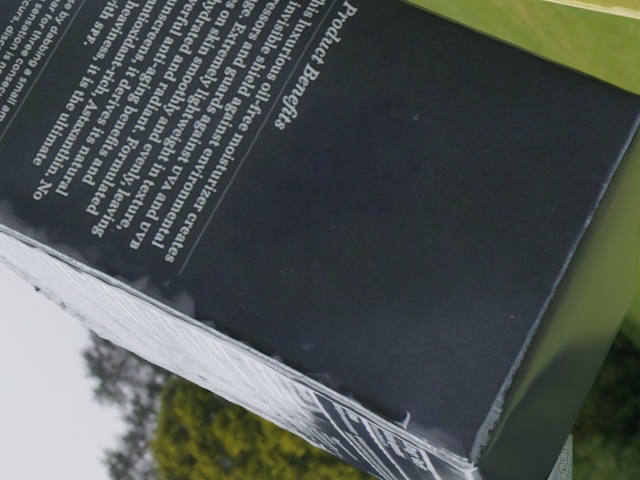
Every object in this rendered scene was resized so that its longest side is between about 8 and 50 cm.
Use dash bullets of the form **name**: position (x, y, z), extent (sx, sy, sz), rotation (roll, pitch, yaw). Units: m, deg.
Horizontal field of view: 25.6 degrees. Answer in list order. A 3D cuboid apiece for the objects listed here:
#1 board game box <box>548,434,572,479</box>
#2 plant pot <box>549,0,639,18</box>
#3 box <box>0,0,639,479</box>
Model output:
- **board game box**: position (0.136, 0.182, 0.913), extent (0.020, 0.090, 0.090), rotation (15, -124, -11)
- **plant pot**: position (0.263, -0.312, 1.177), extent (0.254, 0.239, 0.254), rotation (11, -167, -3)
- **box**: position (0.000, 0.000, 0.723), extent (0.294, 0.183, 0.296), rotation (26, 169, 17)
